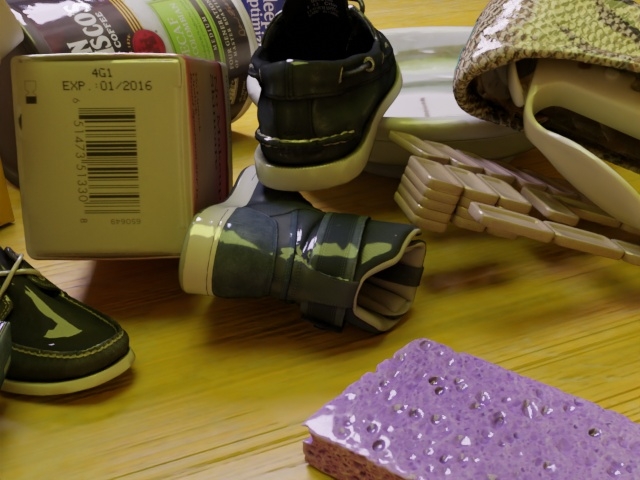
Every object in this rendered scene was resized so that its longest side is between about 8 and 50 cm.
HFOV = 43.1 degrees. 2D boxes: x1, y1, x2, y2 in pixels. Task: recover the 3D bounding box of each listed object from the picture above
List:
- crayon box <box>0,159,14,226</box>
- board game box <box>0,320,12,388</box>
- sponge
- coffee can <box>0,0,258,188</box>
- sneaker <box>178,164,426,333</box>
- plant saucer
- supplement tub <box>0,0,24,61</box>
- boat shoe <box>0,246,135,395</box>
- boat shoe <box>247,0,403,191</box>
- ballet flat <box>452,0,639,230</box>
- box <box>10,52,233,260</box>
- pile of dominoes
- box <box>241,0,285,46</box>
[{"bbox_3d":[-0.485,-0.172,0.780,0.363,0.313,0.106,12,30,28],"label":"crayon box"},{"bbox_3d":[-0.260,0.112,0.429,0.136,0.035,0.201,6,33,-6],"label":"board game box"},{"bbox_3d":[0.105,0.119,0.434,0.210,0.031,0.117,18,33,38],"label":"sponge"},{"bbox_3d":[-0.235,-0.191,0.919,0.202,0.201,0.275,18,33,36],"label":"coffee can"},{"bbox_3d":[0.000,0.002,0.637,0.163,0.086,0.226,9,19,5],"label":"sneaker"},{"bbox_3d":[0.120,-0.152,0.910,0.401,0.100,0.400,-2,27,1],"label":"plant saucer"},{"bbox_3d":[-0.380,-0.099,0.506,0.325,0.235,0.235,-46,40,-12],"label":"supplement tub"},{"bbox_3d":[-0.229,0.045,0.576,0.233,0.079,0.084,17,33,31],"label":"boat shoe"},{"bbox_3d":[0.001,-0.168,0.720,0.127,0.113,0.340,1,31,14],"label":"boat shoe"},{"bbox_3d":[0.319,-0.056,0.610,0.483,0.164,0.182,26,62,19],"label":"ballet flat"},{"bbox_3d":[-0.150,-0.078,0.679,0.127,0.148,0.232,-1,12,1],"label":"box"},{"bbox_3d":[0.182,-0.015,0.655,0.251,0.040,0.196,14,20,-17],"label":"pile of dominoes"},{"bbox_3d":[-0.080,-0.356,1.313,0.225,0.136,0.036,0,25,8],"label":"box"}]
